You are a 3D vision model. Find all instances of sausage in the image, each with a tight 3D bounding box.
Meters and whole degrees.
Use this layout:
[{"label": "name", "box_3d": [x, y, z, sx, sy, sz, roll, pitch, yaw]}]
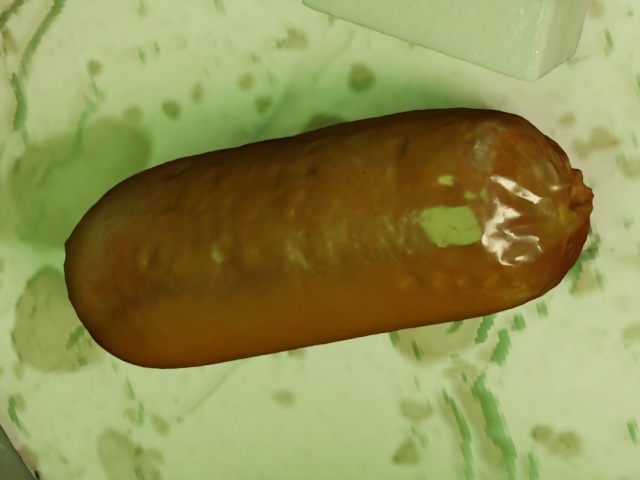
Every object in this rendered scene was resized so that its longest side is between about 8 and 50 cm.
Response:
[{"label": "sausage", "box_3d": [0.000, 0.000, 0.669, 0.197, 0.076, 0.076, -10, 102, 32]}]

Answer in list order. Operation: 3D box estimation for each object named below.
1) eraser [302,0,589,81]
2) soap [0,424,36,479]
[{"label": "eraser", "box_3d": [0.057, -0.164, 0.597, 0.092, 0.046, 0.212, 22, 117, 21]}, {"label": "soap", "box_3d": [-0.221, 0.201, 0.845, 0.296, 0.107, 0.285, -35, 86, 32]}]
